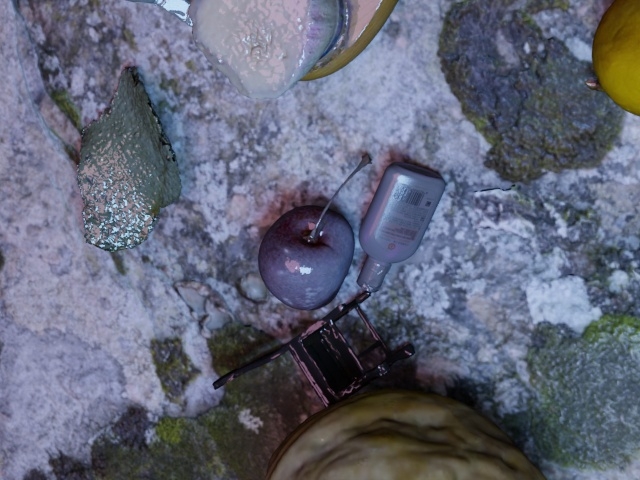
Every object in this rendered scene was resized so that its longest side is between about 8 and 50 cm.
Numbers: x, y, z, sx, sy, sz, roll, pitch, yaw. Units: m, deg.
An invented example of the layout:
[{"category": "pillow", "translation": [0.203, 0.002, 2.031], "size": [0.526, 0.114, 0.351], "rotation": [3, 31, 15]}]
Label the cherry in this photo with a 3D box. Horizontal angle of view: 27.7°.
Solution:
[{"category": "cherry", "translation": [0.003, 0.006, 1.609], "size": [0.115, 0.188, 0.148], "rotation": [2, 132, 44]}]

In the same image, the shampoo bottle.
[{"category": "shampoo bottle", "translation": [0.089, -0.013, 1.581], "size": [0.080, 0.040, 0.165], "rotation": [14, 114, -20]}]

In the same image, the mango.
[{"category": "mango", "translation": [0.408, -0.208, 1.347], "size": [0.317, 0.119, 0.176], "rotation": [-9, 115, 43]}]

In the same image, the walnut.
[{"category": "walnut", "translation": [0.087, 0.317, 1.513], "size": [0.344, 0.306, 0.306], "rotation": [-1, 108, -20]}]

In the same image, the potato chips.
[{"category": "potato chips", "translation": [-0.253, -0.098, 1.680], "size": [0.167, 0.059, 0.228], "rotation": [41, 119, 12]}]

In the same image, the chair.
[{"category": "chair", "translation": [-0.013, 0.163, 1.636], "size": [0.229, 0.106, 0.113], "rotation": [-36, 83, 25]}]

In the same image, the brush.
[{"category": "brush", "translation": [-0.006, -0.289, 1.482], "size": [0.267, 0.166, 0.174], "rotation": [-36, 91, 22]}]

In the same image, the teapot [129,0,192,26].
[{"category": "teapot", "translation": [-0.200, -0.371, 1.530], "size": [0.222, 0.163, 0.178], "rotation": [38, 106, 7]}]
